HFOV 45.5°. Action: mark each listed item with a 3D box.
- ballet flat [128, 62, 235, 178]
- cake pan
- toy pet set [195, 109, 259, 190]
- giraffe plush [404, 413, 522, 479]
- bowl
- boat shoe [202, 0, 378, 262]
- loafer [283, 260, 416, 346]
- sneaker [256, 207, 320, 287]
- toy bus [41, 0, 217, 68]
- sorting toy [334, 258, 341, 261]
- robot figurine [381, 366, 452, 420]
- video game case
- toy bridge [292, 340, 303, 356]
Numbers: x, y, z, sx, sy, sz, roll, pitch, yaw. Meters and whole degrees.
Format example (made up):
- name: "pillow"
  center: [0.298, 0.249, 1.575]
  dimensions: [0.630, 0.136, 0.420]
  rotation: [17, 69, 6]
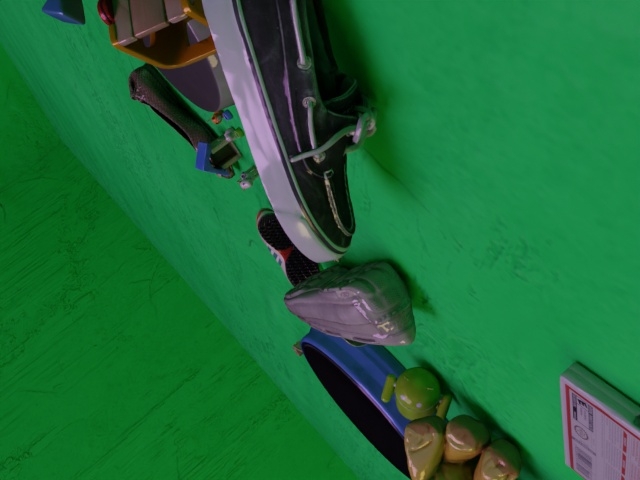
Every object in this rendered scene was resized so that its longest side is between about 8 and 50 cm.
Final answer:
- name: "ballet flat"
  center: [-0.233, -0.188, 1.256]
  dimensions: [0.250, 0.058, 0.084]
  rotation: [48, 166, 8]
- name: "cake pan"
  center: [-0.180, -0.272, 0.912]
  dimensions: [0.293, 0.054, 0.293]
  rotation: [46, 165, 16]
- name: "toy pet set"
  center: [-0.150, -0.129, 1.143]
  dimensions: [0.122, 0.065, 0.114]
  rotation: [58, 163, -25]
- name: "giraffe plush"
  center: [0.206, 0.347, 1.119]
  dimensions: [0.181, 0.210, 0.170]
  rotation: [30, -168, 23]
- name: "bowl"
  center: [0.107, 0.302, 1.414]
  dimensions: [0.391, 0.077, 0.391]
  rotation: [46, 165, 16]
- name: "boat shoe"
  center: [-0.003, -0.111, 0.680]
  dimensions: [0.113, 0.105, 0.306]
  rotation: [-74, -30, -56]
- name: "loafer"
  center: [0.034, 0.098, 1.066]
  dimensions: [0.111, 0.112, 0.319]
  rotation: [61, 163, -7]
- name: "sneaker"
  center: [-0.054, 0.011, 1.248]
  dimensions: [0.161, 0.057, 0.075]
  rotation: [57, -179, -27]
- name: "toy bus"
  center: [-0.146, -0.265, 0.717]
  dimensions: [0.191, 0.202, 0.104]
  rotation: [35, -170, 26]
- name: "sorting toy"
  center: [0.000, 0.000, 1.119]
  dimensions: [0.083, 0.012, 0.062]
  rotation: [55, 160, -2]
- name: "robot figurine"
  center: [0.145, 0.230, 1.141]
  dimensions: [0.101, 0.067, 0.115]
  rotation: [19, 155, 15]
- name: "video game case"
  center: [0.343, 0.250, 0.698]
  dimensions: [0.285, 0.025, 0.204]
  rotation: [38, 161, 39]
- name: "toy bridge"
  center: [-0.008, 0.288, 1.807]
  dimensions: [0.188, 0.026, 0.063]
  rotation: [33, 156, 47]
